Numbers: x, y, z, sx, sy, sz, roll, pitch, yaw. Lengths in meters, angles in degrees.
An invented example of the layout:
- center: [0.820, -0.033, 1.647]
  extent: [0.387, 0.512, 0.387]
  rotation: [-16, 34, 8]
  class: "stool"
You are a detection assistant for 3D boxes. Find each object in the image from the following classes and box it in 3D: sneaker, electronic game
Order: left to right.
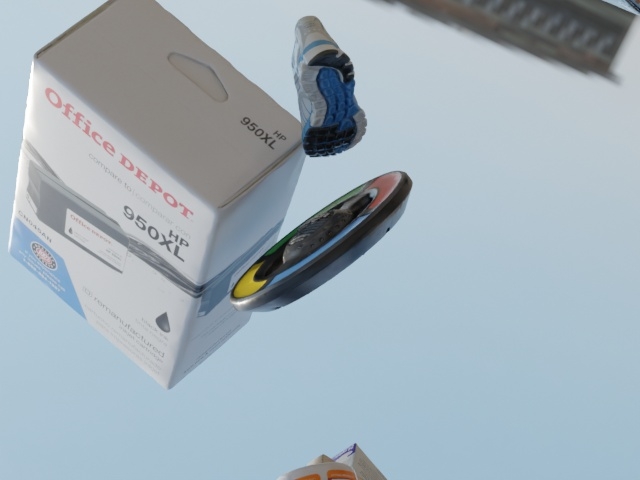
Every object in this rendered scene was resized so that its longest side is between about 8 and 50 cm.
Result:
- center: [0.000, 0.000, 1.867]
  extent: [0.048, 0.229, 0.229]
  rotation: [54, -170, -9]
  class: "electronic game"
- center: [0.003, -0.163, 1.867]
  extent: [0.071, 0.191, 0.083]
  rotation: [-15, -124, -8]
  class: "sneaker"

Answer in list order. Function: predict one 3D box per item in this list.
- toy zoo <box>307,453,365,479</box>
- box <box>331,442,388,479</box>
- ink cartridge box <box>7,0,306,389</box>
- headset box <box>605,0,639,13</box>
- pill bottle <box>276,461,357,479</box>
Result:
- center: [0.060, 0.402, 2.012]
  extent: [0.192, 0.030, 0.293]
  rotation: [35, -145, -29]
  class: "toy zoo"
- center: [0.052, 0.361, 2.347]
  extent: [0.126, 0.072, 0.137]
  rotation: [50, -159, -17]
  class: "box"
- center: [-0.200, -0.052, 2.083]
  extent: [0.285, 0.395, 0.166]
  rotation: [39, -125, 13]
  class: "ink cartridge box"
- center: [0.317, -0.426, 2.383]
  extent: [0.283, 0.131, 0.246]
  rotation: [27, -174, 21]
  class: "headset box"
- center: [0.007, 0.301, 1.744]
  extent: [0.086, 0.086, 0.152]
  rotation: [13, -125, -43]
  class: "pill bottle"
